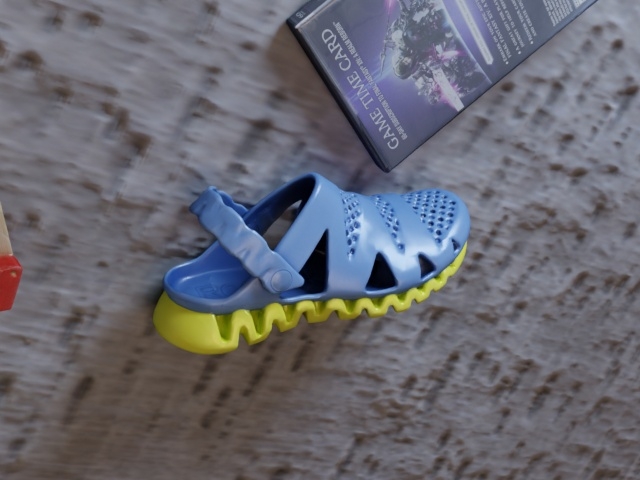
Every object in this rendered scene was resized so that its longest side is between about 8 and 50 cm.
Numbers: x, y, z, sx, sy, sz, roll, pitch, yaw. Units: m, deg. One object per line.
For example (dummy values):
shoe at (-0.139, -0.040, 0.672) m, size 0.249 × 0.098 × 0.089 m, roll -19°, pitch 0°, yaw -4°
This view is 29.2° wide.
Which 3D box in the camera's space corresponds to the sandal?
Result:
sandal at (0.000, 0.000, 1.119) m, size 0.317 × 0.126 × 0.138 m, roll -16°, pitch 122°, yaw -25°

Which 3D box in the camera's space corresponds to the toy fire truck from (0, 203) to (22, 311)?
toy fire truck at (-0.301, -0.030, 0.953) m, size 0.135 × 0.047 × 0.192 m, roll -7°, pitch 121°, yaw -30°

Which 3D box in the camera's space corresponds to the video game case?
video game case at (0.121, -0.212, 1.118) m, size 0.274 × 0.026 × 0.196 m, roll -39°, pitch 132°, yaw -3°
